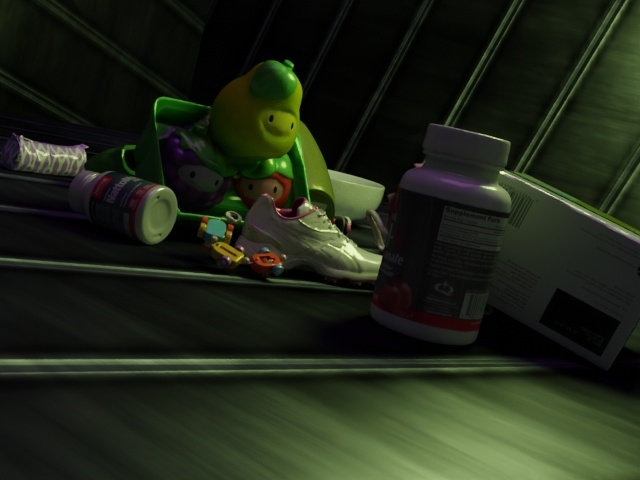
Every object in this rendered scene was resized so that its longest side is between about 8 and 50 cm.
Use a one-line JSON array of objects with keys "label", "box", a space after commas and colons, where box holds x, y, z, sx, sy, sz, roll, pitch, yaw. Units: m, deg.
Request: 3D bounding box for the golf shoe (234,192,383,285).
[{"label": "golf shoe", "box": [0.000, 0.000, 1.562, 0.306, 0.140, 0.115, 12, 6, -21]}]

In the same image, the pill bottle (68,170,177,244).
[{"label": "pill bottle", "box": [-0.359, -0.066, 1.512, 0.180, 0.108, 0.108, 17, 8, 24]}]

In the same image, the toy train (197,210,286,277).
[{"label": "toy train", "box": [-0.143, 0.017, 1.453, 0.125, 0.046, 0.166, -7, 42, -42]}]

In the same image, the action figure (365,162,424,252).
[{"label": "action figure", "box": [0.201, -0.026, 1.902, 0.275, 0.248, 0.370, -18, 25, 19]}]

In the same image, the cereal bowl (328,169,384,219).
[{"label": "cereal bowl", "box": [0.013, -0.134, 2.505, 0.338, 0.141, 0.339, 13, 7, -2]}]

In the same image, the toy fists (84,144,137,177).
[{"label": "toy fists", "box": [-0.441, -0.166, 2.034, 0.142, 0.096, 0.279, -7, -3, 31]}]

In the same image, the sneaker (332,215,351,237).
[{"label": "sneaker", "box": [0.014, -0.040, 2.143, 0.074, 0.063, 0.170, 9, 4, -32]}]

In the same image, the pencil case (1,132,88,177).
[{"label": "pencil case", "box": [-0.664, -0.204, 2.030, 0.086, 0.088, 0.206, 22, 10, 35]}]

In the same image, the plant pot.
[{"label": "plant pot", "box": [-0.083, -0.128, 1.999, 0.274, 0.275, 0.293, 9, 24, -31]}]

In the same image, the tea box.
[{"label": "tea box", "box": [0.439, 0.039, 1.530, 0.329, 0.220, 0.323, 31, 13, 19]}]

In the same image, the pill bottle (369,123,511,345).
[{"label": "pill bottle", "box": [0.195, -0.012, 1.312, 0.176, 0.319, 0.176, 13, 7, -2]}]

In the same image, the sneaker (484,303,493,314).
[{"label": "sneaker", "box": [0.225, 0.090, 1.563, 0.212, 0.080, 0.094, 14, 18, -9]}]

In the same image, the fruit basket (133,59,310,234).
[{"label": "fruit basket", "box": [-0.154, -0.172, 1.675, 0.391, 0.283, 0.392, -8, -17, -3]}]
